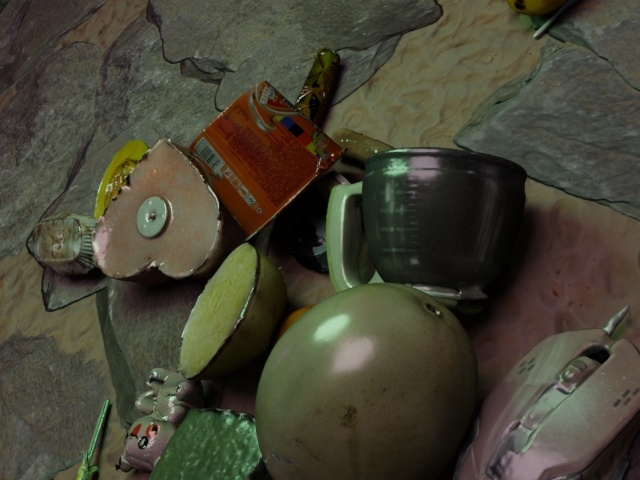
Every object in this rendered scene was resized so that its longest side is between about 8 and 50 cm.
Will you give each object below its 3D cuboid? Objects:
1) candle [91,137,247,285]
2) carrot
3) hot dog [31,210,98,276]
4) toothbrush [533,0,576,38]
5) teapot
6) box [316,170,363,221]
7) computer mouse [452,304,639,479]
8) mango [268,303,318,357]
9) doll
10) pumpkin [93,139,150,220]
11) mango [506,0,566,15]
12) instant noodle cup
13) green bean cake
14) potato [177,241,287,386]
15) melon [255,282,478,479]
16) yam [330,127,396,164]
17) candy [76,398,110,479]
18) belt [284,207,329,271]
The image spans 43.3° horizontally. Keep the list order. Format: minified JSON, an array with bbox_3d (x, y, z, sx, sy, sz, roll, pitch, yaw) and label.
[{"bbox_3d":[-0.292,-0.050,1.584,0.316,0.131,0.288,-9,78,27],"label":"candle"},{"bbox_3d":[-0.012,-0.306,1.666,0.068,0.069,0.229,-2,55,36],"label":"carrot"},{"bbox_3d":[-0.557,0.008,1.781,0.267,0.075,0.144,5,95,46],"label":"hot dog"},{"bbox_3d":[0.444,-0.420,1.453,0.162,0.014,0.017,-45,57,-2],"label":"toothbrush"},{"bbox_3d":[0.132,-0.007,1.192,0.321,0.239,0.240,5,81,18],"label":"teapot"},{"bbox_3d":[0.038,-0.072,1.410,0.037,0.106,0.105,-39,42,-10],"label":"box"},{"bbox_3d":[0.284,0.228,0.985,0.199,0.115,0.389,26,76,42],"label":"computer mouse"},{"bbox_3d":[-0.026,0.175,1.280,0.165,0.089,0.115,-50,52,-3],"label":"mango"},{"bbox_3d":[-0.263,0.308,1.343,0.149,0.095,0.192,4,61,46],"label":"doll"},{"bbox_3d":[-0.406,-0.105,1.780,0.217,0.110,0.218,-17,62,35],"label":"pumpkin"},{"bbox_3d":[0.422,-0.509,1.475,0.157,0.109,0.262,-1,48,49],"label":"mango"},{"bbox_3d":[-0.104,-0.148,1.434,0.250,0.192,0.250,-42,5,5],"label":"instant noodle cup"},{"bbox_3d":[-0.145,0.365,1.189,0.222,0.125,0.227,-1,55,39],"label":"green bean cake"},{"bbox_3d":[-0.136,0.139,1.344,0.239,0.116,0.299,-50,18,7],"label":"potato"},{"bbox_3d":[0.053,0.209,1.056,0.330,0.268,0.268,-57,38,23],"label":"melon"},{"bbox_3d":[0.115,-0.140,1.442,0.066,0.066,0.299,-49,41,-6],"label":"yam"},{"bbox_3d":[-0.409,0.393,1.416,0.073,0.077,0.262,-40,29,36],"label":"candy"},{"bbox_3d":[0.000,0.000,1.419,0.105,0.058,0.140,-48,39,-13],"label":"belt"}]
